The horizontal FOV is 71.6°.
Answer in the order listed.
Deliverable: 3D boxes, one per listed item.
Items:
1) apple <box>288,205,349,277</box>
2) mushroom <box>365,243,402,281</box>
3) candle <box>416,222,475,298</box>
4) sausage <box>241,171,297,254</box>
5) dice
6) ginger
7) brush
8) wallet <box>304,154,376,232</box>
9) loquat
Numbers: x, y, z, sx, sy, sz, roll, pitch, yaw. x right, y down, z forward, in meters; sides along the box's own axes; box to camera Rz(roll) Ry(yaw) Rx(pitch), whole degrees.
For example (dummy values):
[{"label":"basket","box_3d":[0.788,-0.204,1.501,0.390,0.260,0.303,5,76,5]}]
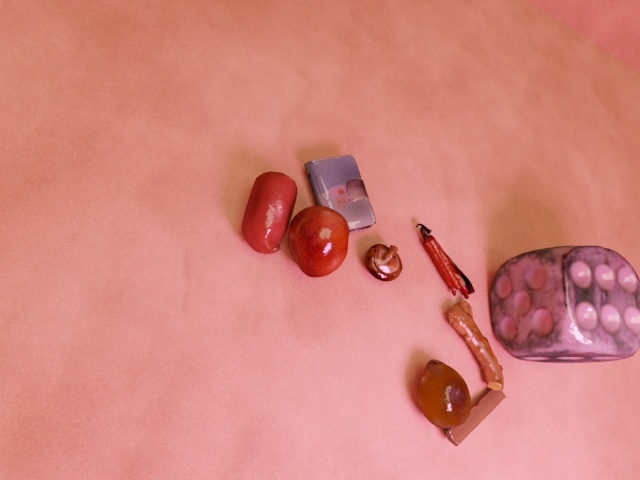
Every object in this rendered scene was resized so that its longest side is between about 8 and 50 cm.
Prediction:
[{"label":"apple","box_3d":[0.000,0.000,1.266,0.162,0.201,0.201,-17,78,-15]},{"label":"mushroom","box_3d":[0.197,0.070,1.386,0.127,0.087,0.127,9,64,-19]},{"label":"candle","box_3d":[0.414,0.067,1.492,0.084,0.059,0.302,-30,86,-40]},{"label":"sausage","box_3d":[-0.146,-0.090,1.276,0.148,0.148,0.254,22,64,-14]},{"label":"dice","box_3d":[0.784,0.213,1.426,0.328,0.348,0.330,8,68,-17]},{"label":"ginger","box_3d":[0.502,0.339,1.423,0.118,0.065,0.299,-18,77,-36]},{"label":"brush","box_3d":[0.475,0.530,1.361,0.282,0.048,0.054,-23,84,-34]},{"label":"wallet","box_3d":[0.064,-0.144,1.416,0.176,0.075,0.250,-13,78,-22]},{"label":"loquat","box_3d":[0.354,0.444,1.287,0.152,0.152,0.195,-7,83,-24]}]
